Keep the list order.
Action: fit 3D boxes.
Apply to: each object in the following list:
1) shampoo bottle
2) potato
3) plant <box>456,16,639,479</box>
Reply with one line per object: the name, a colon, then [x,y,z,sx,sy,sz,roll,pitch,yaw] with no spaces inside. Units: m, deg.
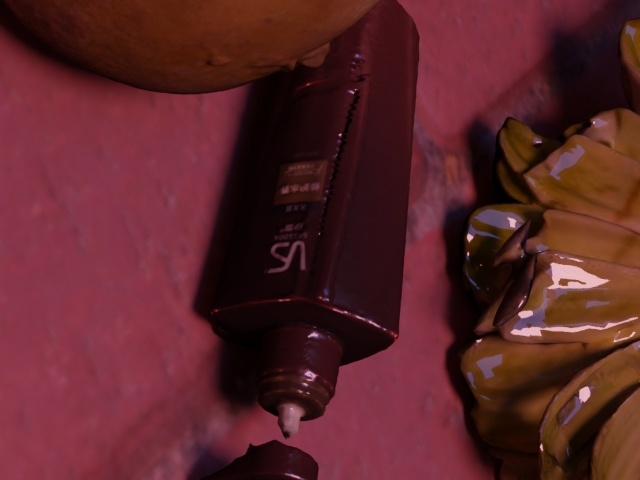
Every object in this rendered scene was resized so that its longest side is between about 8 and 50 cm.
shampoo bottle: [-0.002,0.000,0.750,0.067,0.068,0.236,32,52,-32]
potato: [-0.071,-0.124,0.693,0.202,0.117,0.182,26,16,-35]
plant: [0.194,0.034,0.850,0.261,0.297,0.306,0,89,-14]
